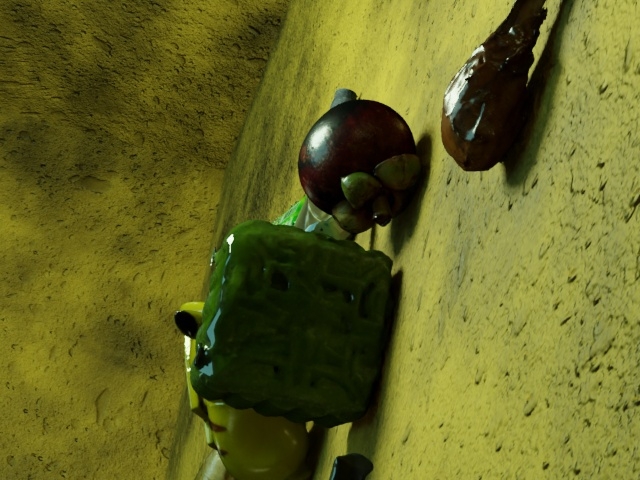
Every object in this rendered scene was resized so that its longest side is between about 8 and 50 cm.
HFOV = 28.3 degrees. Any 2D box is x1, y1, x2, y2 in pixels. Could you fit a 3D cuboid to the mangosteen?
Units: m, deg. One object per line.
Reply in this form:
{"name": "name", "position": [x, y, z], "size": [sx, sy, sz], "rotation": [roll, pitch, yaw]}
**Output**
{"name": "mangosteen", "position": [0.061, -0.100, 1.793], "size": [0.200, 0.199, 0.200], "rotation": [-165, 90, -80]}

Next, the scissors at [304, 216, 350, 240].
{"name": "scissors", "position": [0.000, 0.000, 1.908], "size": [0.030, 0.125, 0.256], "rotation": [-21, 11, 47]}

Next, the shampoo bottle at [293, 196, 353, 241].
{"name": "shampoo bottle", "position": [-0.018, 0.036, 2.173], "size": [0.126, 0.084, 0.350], "rotation": [61, 141, 37]}

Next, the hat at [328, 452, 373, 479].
{"name": "hat", "position": [0.027, 0.444, 1.277], "size": [0.382, 0.257, 0.366], "rotation": [47, 110, 37]}

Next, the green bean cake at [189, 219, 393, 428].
{"name": "green bean cake", "position": [-0.038, 0.114, 1.723], "size": [0.156, 0.246, 0.250], "rotation": [133, 151, -71]}

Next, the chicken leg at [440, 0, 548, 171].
{"name": "chicken leg", "position": [0.208, -0.218, 1.366], "size": [0.113, 0.093, 0.304], "rotation": [-67, -1, -80]}

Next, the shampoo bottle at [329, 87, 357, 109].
{"name": "shampoo bottle", "position": [0.027, -0.171, 2.358], "size": [0.087, 0.049, 0.234], "rotation": [135, 149, -66]}

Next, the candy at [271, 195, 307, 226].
{"name": "candy", "position": [-0.072, -0.019, 2.403], "size": [0.178, 0.032, 0.102], "rotation": [-39, 20, 37]}

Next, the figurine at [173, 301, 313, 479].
{"name": "figurine", "position": [-0.122, 0.224, 1.957], "size": [0.218, 0.169, 0.327], "rotation": [-137, 31, -76]}

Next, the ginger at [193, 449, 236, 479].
{"name": "ginger", "position": [-0.201, 0.498, 2.428], "size": [0.116, 0.109, 0.263], "rotation": [-100, 26, -62]}
